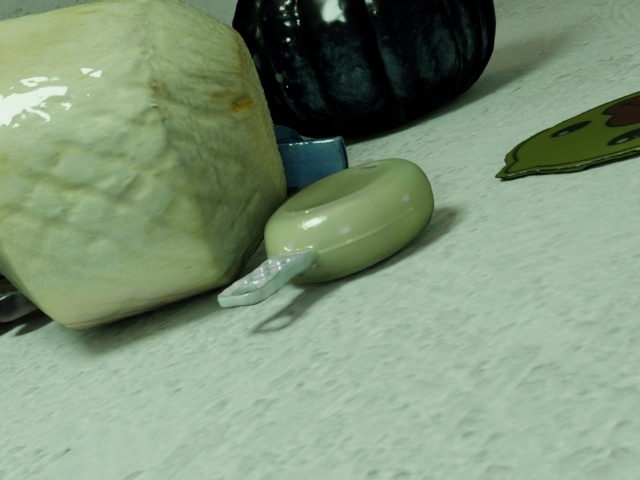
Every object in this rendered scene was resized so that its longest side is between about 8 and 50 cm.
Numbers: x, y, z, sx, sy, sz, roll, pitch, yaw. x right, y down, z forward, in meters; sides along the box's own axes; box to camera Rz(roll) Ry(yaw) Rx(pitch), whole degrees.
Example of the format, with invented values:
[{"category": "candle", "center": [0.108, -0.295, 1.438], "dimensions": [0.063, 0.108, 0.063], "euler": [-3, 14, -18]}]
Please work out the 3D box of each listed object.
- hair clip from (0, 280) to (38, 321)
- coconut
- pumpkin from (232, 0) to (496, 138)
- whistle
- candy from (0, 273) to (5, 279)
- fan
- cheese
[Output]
[{"category": "hair clip", "center": [-0.333, 0.060, 1.167], "dimensions": [0.257, 0.075, 0.146], "euler": [-10, 0, 15]}, {"category": "coconut", "center": [-0.200, -0.072, 0.994], "dimensions": [0.329, 0.329, 0.329], "euler": [-20, 13, 5]}, {"category": "pumpkin", "center": [0.057, -0.287, 1.514], "dimensions": [0.363, 0.266, 0.363], "euler": [-16, 17, 5]}, {"category": "whistle", "center": [-0.035, -0.094, 1.289], "dimensions": [0.158, 0.090, 0.090], "euler": [-4, 18, 19]}, {"category": "candy", "center": [-0.351, -0.022, 1.532], "dimensions": [0.145, 0.070, 0.275], "euler": [-18, 16, 46]}, {"category": "fan", "center": [0.307, -0.120, 0.997], "dimensions": [0.335, 0.011, 0.229], "euler": [-25, 13, -6]}, {"category": "cheese", "center": [0.000, 0.000, 0.886], "dimensions": [0.137, 0.064, 0.227], "euler": [-12, 17, 41]}]
